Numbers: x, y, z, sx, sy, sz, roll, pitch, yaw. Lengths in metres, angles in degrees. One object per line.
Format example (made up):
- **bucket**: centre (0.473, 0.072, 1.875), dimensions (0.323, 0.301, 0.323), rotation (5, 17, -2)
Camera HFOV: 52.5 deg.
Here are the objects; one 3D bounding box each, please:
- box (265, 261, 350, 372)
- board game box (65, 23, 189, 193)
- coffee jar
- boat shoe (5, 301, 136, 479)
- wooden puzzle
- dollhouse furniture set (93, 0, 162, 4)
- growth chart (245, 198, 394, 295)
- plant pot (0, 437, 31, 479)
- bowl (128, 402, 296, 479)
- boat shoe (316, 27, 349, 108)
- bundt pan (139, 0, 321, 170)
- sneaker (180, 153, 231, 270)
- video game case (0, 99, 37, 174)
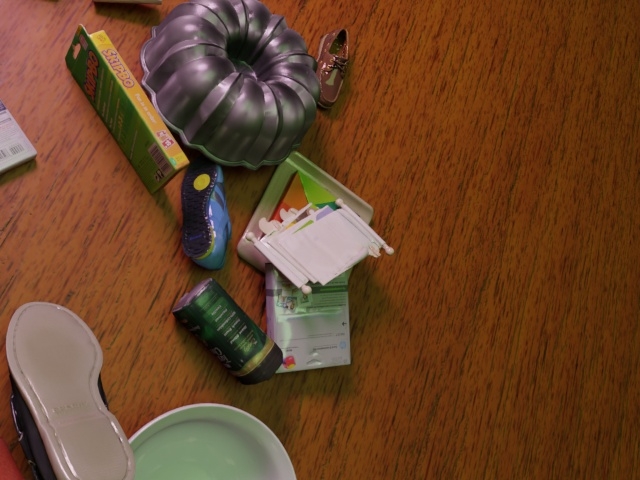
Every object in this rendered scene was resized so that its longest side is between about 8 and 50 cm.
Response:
- **box**: centre (-0.021, 0.128, 1.131), dimensions (0.145, 0.038, 0.186), rotation (-2, 88, -25)
- **board game box**: centre (-0.310, -0.206, 1.026), dimensions (0.039, 0.124, 0.259), rotation (-39, 98, -35)
- **coffee jar**: centre (-0.146, 0.151, 1.043), dimensions (0.184, 0.096, 0.079), rotation (47, 61, -11)
- **boat shoe**: centre (-0.338, 0.221, 0.845), dimensions (0.127, 0.113, 0.340), rotation (2, 35, -45)
- **wooden puzzle**: centre (-0.016, -0.021, 1.203), dimensions (0.221, 0.044, 0.239), rotation (35, 61, -19)
- **dollhouse furniture set**: centre (-0.375, -0.588, 1.149), dimensions (0.303, 0.174, 0.355), rotation (-5, 49, -20)
- **growth chart**: centre (0.000, 0.000, 1.140), dimensions (0.237, 0.021, 0.172), rotation (-25, 65, -38)
- **plant pot**: centre (-0.502, 0.212, 0.722), dimensions (0.272, 0.272, 0.265), rotation (-18, 79, -34)
- **bowl**: centre (-0.189, 0.385, 0.926), dimensions (0.297, 0.134, 0.298), rotation (9, 73, -30)
- **boat shoe**: centre (0.023, -0.352, 1.312), dimensions (0.064, 0.060, 0.178), rotation (19, 67, -26)
- **bundt pan**: centre (-0.136, -0.295, 1.127), dimensions (0.330, 0.124, 0.331), rotation (16, 58, -27)
- **sneaker**: centre (-0.188, -0.048, 1.103), dimensions (0.082, 0.069, 0.209), rotation (43, 38, -57)
- **video game case**: centre (-0.548, -0.155, 0.928), dimensions (0.201, 0.023, 0.183), rotation (-37, 97, -33)
